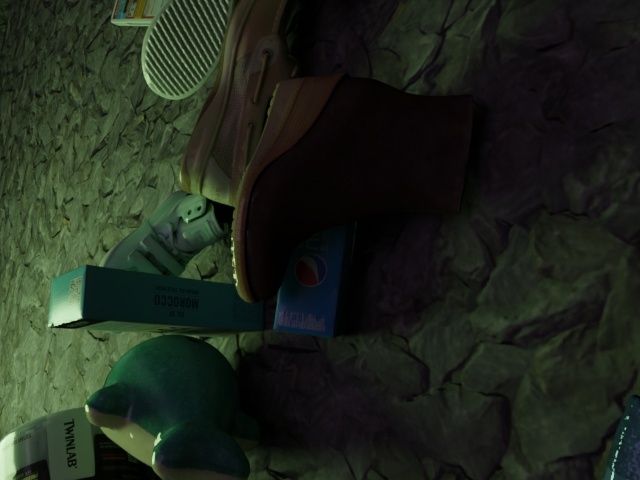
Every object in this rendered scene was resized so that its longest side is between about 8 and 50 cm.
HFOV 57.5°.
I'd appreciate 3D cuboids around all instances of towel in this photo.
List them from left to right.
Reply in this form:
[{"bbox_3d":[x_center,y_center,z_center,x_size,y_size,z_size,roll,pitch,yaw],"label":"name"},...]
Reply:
[{"bbox_3d":[0.234,0.175,0.410,0.067,0.029,0.120,19,95,47],"label":"towel"}]

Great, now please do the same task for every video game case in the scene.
[{"bbox_3d":[-0.345,-0.545,1.203,0.285,0.025,0.204,24,98,47],"label":"video game case"}]

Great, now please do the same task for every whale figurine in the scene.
[{"bbox_3d":[-0.161,0.195,0.695,0.272,0.216,0.141,5,76,66],"label":"whale figurine"}]

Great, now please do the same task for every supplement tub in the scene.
[{"bbox_3d":[-0.345,0.432,0.830,0.207,0.207,0.338,-44,52,30],"label":"supplement tub"}]

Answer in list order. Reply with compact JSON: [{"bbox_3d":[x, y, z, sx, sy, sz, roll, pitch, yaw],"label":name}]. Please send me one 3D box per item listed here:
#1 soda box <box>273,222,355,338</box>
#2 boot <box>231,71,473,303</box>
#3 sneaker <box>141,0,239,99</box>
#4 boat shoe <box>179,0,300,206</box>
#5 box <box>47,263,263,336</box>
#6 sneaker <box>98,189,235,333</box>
[{"bbox_3d":[0.000,0.000,0.654,0.067,0.071,0.210,7,84,11],"label":"soda box"},{"bbox_3d":[0.032,-0.045,0.570,0.206,0.090,0.249,11,81,12],"label":"boot"},{"bbox_3d":[-0.153,-0.337,0.812,0.282,0.102,0.161,-56,18,26],"label":"sneaker"},{"bbox_3d":[-0.079,-0.209,0.786,0.121,0.110,0.341,88,-158,-87],"label":"boat shoe"},{"bbox_3d":[-0.196,0.082,0.729,0.100,0.244,0.060,-16,69,43],"label":"box"},{"bbox_3d":[-0.211,0.012,0.813,0.151,0.094,0.256,-12,41,44],"label":"sneaker"}]
